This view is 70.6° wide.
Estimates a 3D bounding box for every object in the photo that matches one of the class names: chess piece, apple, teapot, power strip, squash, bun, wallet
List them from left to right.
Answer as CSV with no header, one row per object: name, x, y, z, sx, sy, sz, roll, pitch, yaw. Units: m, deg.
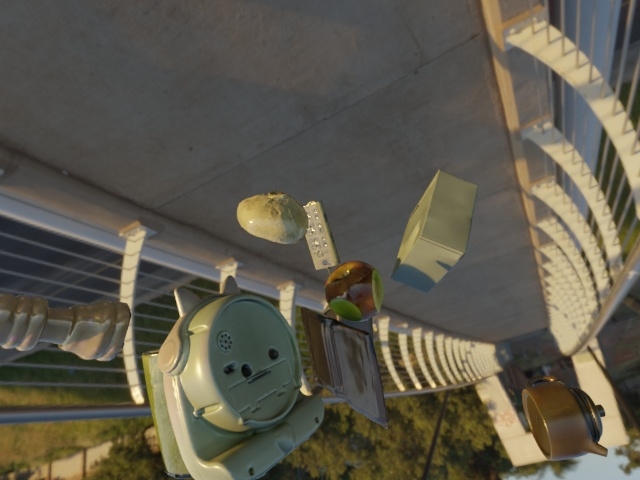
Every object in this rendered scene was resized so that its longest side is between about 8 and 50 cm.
chess piece,-0.520,0.145,0.803,0.307,0.124,0.138,18,173,-39
squash,-0.413,0.518,1.461,0.262,0.385,0.263,-13,176,-1
bun,-0.123,-0.079,1.236,0.222,0.222,0.128,9,111,-38
power strip,0.000,0.000,1.487,0.092,0.268,0.034,-15,-176,31
wallet,0.051,0.312,1.156,0.041,0.247,0.323,-19,-166,-28
apple,0.097,0.132,1.165,0.163,0.146,0.147,-19,117,44
teapot,0.644,0.454,1.185,0.175,0.268,0.186,-12,118,4

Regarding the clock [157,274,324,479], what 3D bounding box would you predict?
clock,-0.139,0.216,0.774,0.108,0.324,0.265,-25,173,34

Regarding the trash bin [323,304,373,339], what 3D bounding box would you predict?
trash bin,0.110,0.333,1.714,0.182,0.291,0.209,1,161,-14

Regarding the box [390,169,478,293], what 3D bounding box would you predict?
box,0.299,-0.018,1.182,0.117,0.225,0.225,22,147,2
